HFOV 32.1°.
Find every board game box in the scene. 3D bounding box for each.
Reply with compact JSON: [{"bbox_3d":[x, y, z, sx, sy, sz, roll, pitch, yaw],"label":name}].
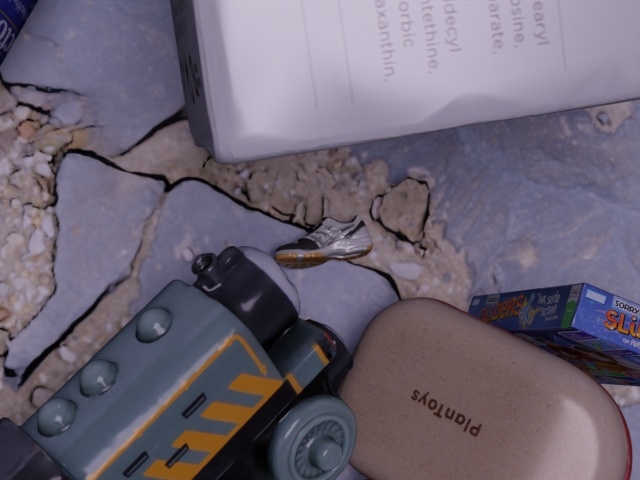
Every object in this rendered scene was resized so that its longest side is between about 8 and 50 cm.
[{"bbox_3d":[0.210,0.077,0.864,0.136,0.201,0.035,21,80,-12],"label":"board game box"}]

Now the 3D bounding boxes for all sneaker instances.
[{"bbox_3d":[0.000,0.000,0.908,0.083,0.032,0.037,-9,74,-20],"label":"sneaker"}]

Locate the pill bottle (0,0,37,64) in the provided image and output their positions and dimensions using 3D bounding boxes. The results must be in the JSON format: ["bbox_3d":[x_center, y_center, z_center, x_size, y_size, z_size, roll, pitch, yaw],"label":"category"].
[{"bbox_3d":[-0.299,-0.150,0.778,0.153,0.153,0.265,28,80,-10],"label":"pill bottle"}]

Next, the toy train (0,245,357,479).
[{"bbox_3d":[-0.116,0.154,0.773,0.334,0.142,0.190,-44,129,-18],"label":"toy train"}]

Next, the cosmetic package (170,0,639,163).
[{"bbox_3d":[0.088,-0.244,0.747,0.393,0.329,0.327,-9,98,-7],"label":"cosmetic package"}]

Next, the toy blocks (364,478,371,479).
[{"bbox_3d":[0.030,0.384,0.754,0.190,0.381,0.261,-36,98,30],"label":"toy blocks"}]

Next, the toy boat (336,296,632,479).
[{"bbox_3d":[0.132,0.148,0.873,0.231,0.151,0.151,26,90,29],"label":"toy boat"}]
